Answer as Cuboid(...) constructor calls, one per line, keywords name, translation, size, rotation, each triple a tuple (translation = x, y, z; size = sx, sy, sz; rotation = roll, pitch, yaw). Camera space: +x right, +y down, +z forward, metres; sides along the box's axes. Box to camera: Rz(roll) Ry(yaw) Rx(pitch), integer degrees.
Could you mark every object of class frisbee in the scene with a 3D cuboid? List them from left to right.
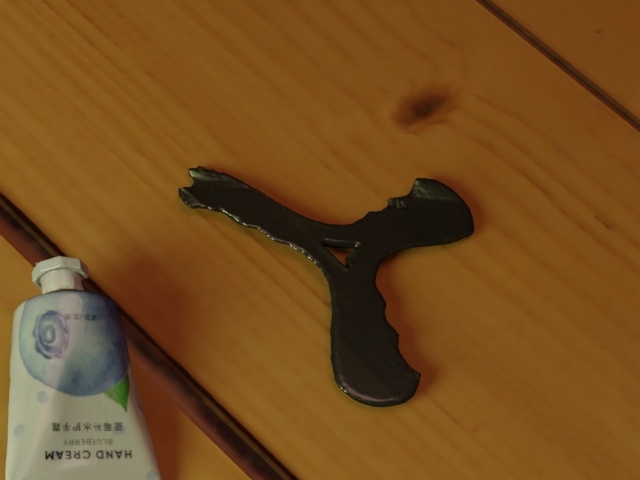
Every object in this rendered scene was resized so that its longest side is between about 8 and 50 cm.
Cuboid(name="frisbee", translation=(0.000, 0.000, 1.012), size=(0.187, 0.012, 0.211), rotation=(28, 42, 4))

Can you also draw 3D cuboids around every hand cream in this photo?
Cuboid(name="hand cream", translation=(-0.128, 0.074, 0.850), size=(0.084, 0.053, 0.142), rotation=(3, 57, -25))
